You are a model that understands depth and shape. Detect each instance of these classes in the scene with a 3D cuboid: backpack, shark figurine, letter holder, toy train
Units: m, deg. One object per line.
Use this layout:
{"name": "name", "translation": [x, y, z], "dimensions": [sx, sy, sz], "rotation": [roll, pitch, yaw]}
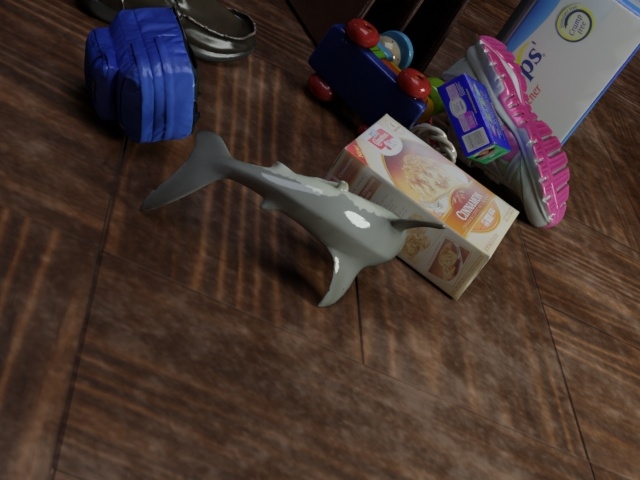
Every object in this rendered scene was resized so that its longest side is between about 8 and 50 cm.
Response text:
{"name": "backpack", "translation": [-0.166, -0.147, 1.127], "dimensions": [0.101, 0.098, 0.120], "rotation": [-13, 48, -17]}
{"name": "shark figurine", "translation": [-0.007, -0.004, 1.079], "dimensions": [0.278, 0.116, 0.166], "rotation": [22, -4, -38]}
{"name": "letter holder", "translation": [0.064, -0.391, 1.610], "dimensions": [0.152, 0.214, 0.302], "rotation": [10, 37, -38]}
{"name": "toy train", "translation": [0.113, -0.158, 1.421], "dimensions": [0.248, 0.105, 0.143], "rotation": [46, 31, 13]}

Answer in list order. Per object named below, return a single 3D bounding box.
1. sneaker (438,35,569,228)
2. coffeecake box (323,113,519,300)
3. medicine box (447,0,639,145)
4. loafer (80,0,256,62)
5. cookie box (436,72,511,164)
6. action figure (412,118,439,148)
{"name": "sneaker", "translation": [0.225, -0.124, 1.504], "dimensions": [0.103, 0.111, 0.252], "rotation": [-7, 71, -57]}
{"name": "coffeecake box", "translation": [0.106, -0.040, 1.276], "dimensions": [0.185, 0.068, 0.142], "rotation": [37, 29, 5]}
{"name": "medicine box", "translation": [0.324, -0.266, 1.645], "dimensions": [0.149, 0.263, 0.289], "rotation": [34, 29, -2]}
{"name": "loafer", "translation": [-0.155, -0.260, 1.321], "dimensions": [0.220, 0.078, 0.080], "rotation": [11, 37, -37]}
{"name": "cookie box", "translation": [0.182, -0.141, 1.403], "dimensions": [0.092, 0.040, 0.107], "rotation": [68, 19, 9]}
{"name": "action figure", "translation": [0.122, -0.145, 1.497], "dimensions": [0.038, 0.030, 0.115], "rotation": [14, 37, -38]}
